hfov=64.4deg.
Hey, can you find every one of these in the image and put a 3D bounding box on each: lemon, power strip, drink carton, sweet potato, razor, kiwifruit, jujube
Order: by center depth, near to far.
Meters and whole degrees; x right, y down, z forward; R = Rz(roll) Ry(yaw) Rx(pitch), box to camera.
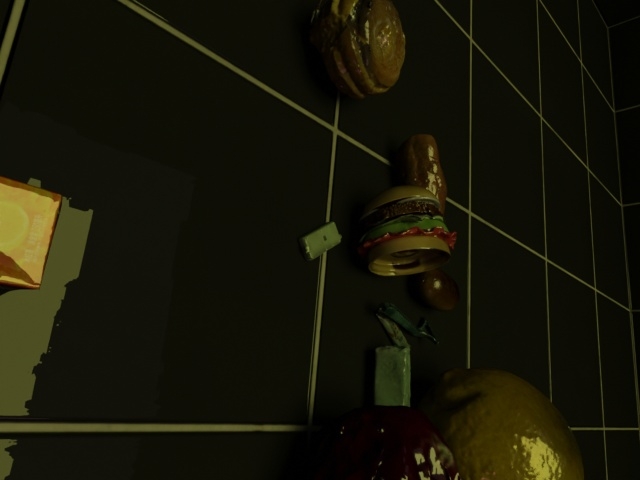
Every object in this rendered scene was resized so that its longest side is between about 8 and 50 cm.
[{"bbox_3d":[-0.347,-0.024,0.415,0.223,0.071,0.096,22,69,-43],"label":"drink carton"},{"bbox_3d":[0.079,0.421,0.676,0.258,0.258,0.376,27,49,-41],"label":"jujube"},{"bbox_3d":[0.000,0.000,0.825,0.090,0.016,0.040,-30,106,-45],"label":"power strip"},{"bbox_3d":[0.295,0.370,0.882,0.297,0.297,0.297,11,75,-46],"label":"lemon"},{"bbox_3d":[0.159,0.152,0.944,0.190,0.033,0.066,34,26,-48],"label":"razor"},{"bbox_3d":[0.205,-0.082,1.010,0.097,0.097,0.251,-11,95,-48],"label":"sweet potato"},{"bbox_3d":[0.233,0.099,1.018,0.124,0.075,0.075,32,60,-45],"label":"kiwifruit"}]

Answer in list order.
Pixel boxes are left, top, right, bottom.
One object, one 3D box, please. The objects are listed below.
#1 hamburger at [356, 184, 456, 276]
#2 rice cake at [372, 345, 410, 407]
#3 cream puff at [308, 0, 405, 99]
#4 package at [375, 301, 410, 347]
[{"bbox_3d":[0.142,-0.021,0.885,0.175,0.175,0.137,15,59,-45],"label":"hamburger"},{"bbox_3d":[0.120,0.346,0.849,0.063,0.066,0.336,28,62,-63],"label":"rice cake"},{"bbox_3d":[0.059,-0.337,0.870,0.189,0.129,0.189,0,90,-53],"label":"cream puff"},{"bbox_3d":[0.136,0.168,0.941,0.037,0.015,0.110,-44,113,-37],"label":"package"}]
